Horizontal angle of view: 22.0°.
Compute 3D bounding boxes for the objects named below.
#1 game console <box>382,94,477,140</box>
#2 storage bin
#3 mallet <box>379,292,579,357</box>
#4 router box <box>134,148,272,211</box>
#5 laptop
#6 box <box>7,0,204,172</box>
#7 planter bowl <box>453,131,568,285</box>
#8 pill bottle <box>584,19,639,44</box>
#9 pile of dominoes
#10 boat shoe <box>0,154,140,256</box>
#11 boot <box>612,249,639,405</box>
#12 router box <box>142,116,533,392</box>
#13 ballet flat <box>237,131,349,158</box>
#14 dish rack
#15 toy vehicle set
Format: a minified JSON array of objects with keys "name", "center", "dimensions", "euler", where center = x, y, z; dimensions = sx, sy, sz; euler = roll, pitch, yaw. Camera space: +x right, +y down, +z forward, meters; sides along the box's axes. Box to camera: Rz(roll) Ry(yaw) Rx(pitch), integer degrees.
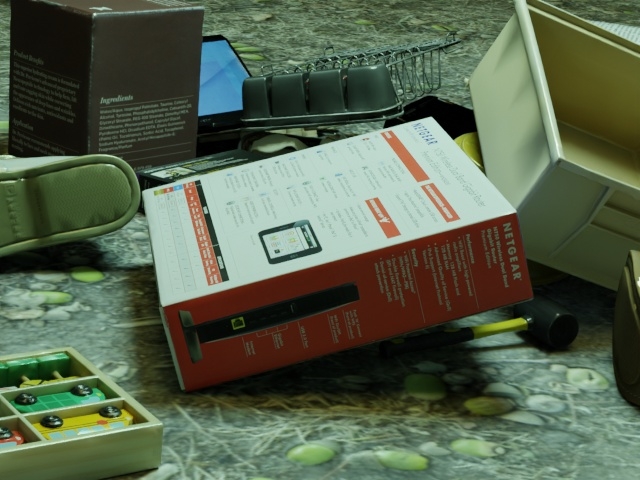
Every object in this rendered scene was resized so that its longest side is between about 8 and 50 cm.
[{"name":"game console","center":[0.131,-0.072,1.850],"dimensions":[0.213,0.044,0.361],"euler":[28,32,25]},{"name":"storage bin","center":[0.291,-0.082,1.630],"dimensions":[0.260,0.123,0.262],"euler":[19,38,-21]},{"name":"mallet","center":[0.137,0.079,1.482],"dimensions":[0.189,0.039,0.062],"euler":[-6,20,-18]},{"name":"router box","center":[-0.100,-0.056,1.827],"dimensions":[0.133,0.046,0.179],"euler":[17,21,36]},{"name":"laptop","center":[-0.131,-0.208,2.126],"dimensions":[0.234,0.137,0.264],"euler":[-13,6,-38]},{"name":"box","center":[-0.255,-0.187,1.942],"dimensions":[0.167,0.203,0.168],"euler":[-11,24,-42]},{"name":"planter bowl","center":[0.182,-0.052,1.708],"dimensions":[0.217,0.090,0.217],"euler":[12,33,-8]},{"name":"pill bottle","center":[0.402,-0.222,2.287],"dimensions":[0.283,0.160,0.160],"euler":[11,19,20]},{"name":"pile of dominoes","center":[-0.008,-0.133,2.106],"dimensions":[0.196,0.040,0.251],"euler":[-3,6,39]},{"name":"boat shoe","center":[-0.332,-0.027,1.604],"dimensions":[0.302,0.113,0.103],"euler":[-3,-2,-17]},{"name":"boot","center":[0.368,0.093,1.359],"dimensions":[0.220,0.109,0.283],"euler":[1,20,-7]},{"name":"router box","center":[0.000,0.000,1.478],"dimensions":[0.301,0.082,0.335],"euler":[-14,19,-3]},{"name":"ballet flat","center":[-0.008,-0.095,1.923],"dimensions":[0.203,0.074,0.074],"euler":[9,18,23]},{"name":"dish rack","center":[0.046,-0.196,1.989],"dimensions":[0.208,0.074,0.271],"euler":[-1,14,30]},{"name":"toy vehicle set","center":[-0.268,0.138,1.185],"dimensions":[0.267,0.035,0.166],"euler":[-7,21,-33]}]
